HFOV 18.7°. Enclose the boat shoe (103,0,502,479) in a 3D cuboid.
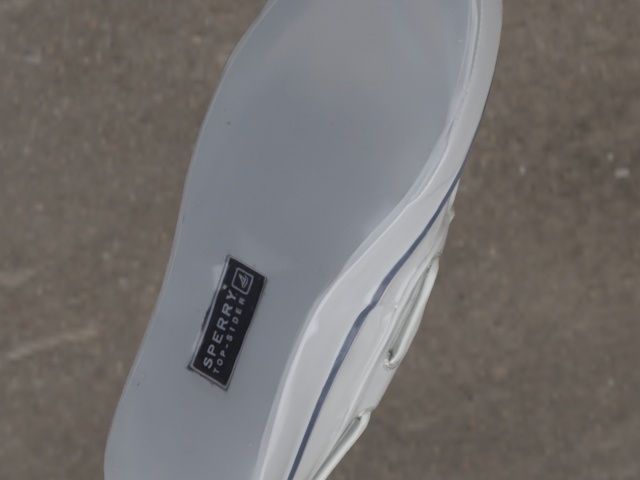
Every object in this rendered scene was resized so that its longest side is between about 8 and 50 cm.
[{"bbox_3d":[0.000,0.000,0.708,0.084,0.095,0.258,-11,135,-57],"label":"boat shoe"}]
